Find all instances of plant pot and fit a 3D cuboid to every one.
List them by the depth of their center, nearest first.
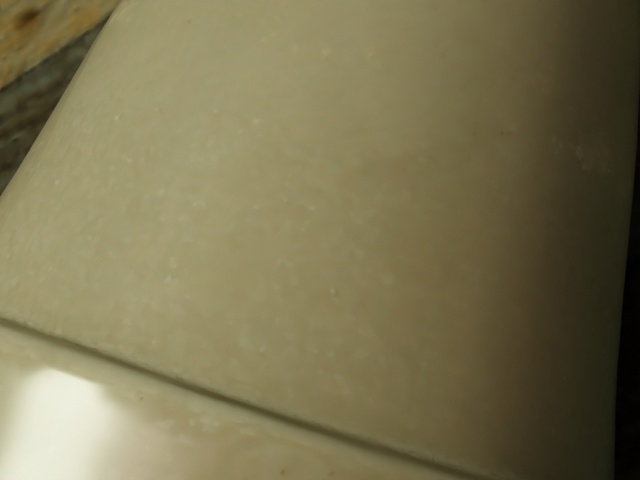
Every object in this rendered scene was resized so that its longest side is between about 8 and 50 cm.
[{"bbox_3d":[0.000,0.000,0.639,0.263,0.263,0.229,14,84,34],"label":"plant pot"}]
